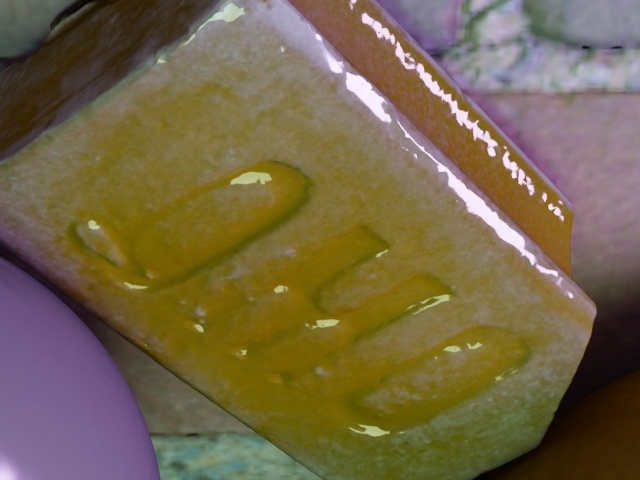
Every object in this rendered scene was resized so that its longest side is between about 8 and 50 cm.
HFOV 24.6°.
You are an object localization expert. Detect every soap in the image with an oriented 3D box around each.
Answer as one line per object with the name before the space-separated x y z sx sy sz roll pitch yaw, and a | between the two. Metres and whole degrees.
soap | 0.000 0.000 0.529 0.140 0.073 0.232 -30 128 27

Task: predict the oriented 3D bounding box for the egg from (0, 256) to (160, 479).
egg | -0.145 0.085 0.485 0.176 0.176 0.232 -11 147 7

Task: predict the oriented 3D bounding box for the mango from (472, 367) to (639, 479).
mango | 0.167 0.172 0.602 0.264 0.221 0.378 35 111 -26
